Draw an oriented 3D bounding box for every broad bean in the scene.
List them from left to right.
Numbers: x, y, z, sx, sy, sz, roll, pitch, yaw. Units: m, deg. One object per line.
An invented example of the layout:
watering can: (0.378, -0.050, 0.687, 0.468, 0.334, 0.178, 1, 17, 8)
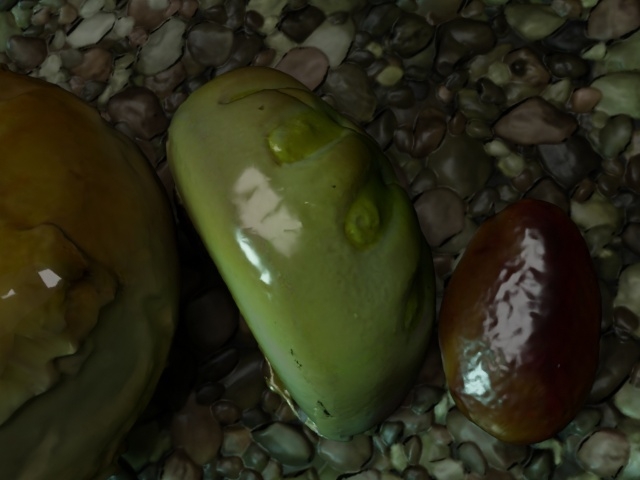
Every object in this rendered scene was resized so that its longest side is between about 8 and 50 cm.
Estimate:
broad bean: (0.139, 0.056, 0.758, 0.114, 0.084, 0.165, 16, 77, 9)

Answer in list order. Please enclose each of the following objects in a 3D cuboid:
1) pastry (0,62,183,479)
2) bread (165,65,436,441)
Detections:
pastry: (-0.290, 0.054, 0.768, 0.409, 0.245, 0.410, -1, 56, 2)
bread: (0.007, 0.012, 0.749, 0.158, 0.261, 0.156, -30, 26, -8)
